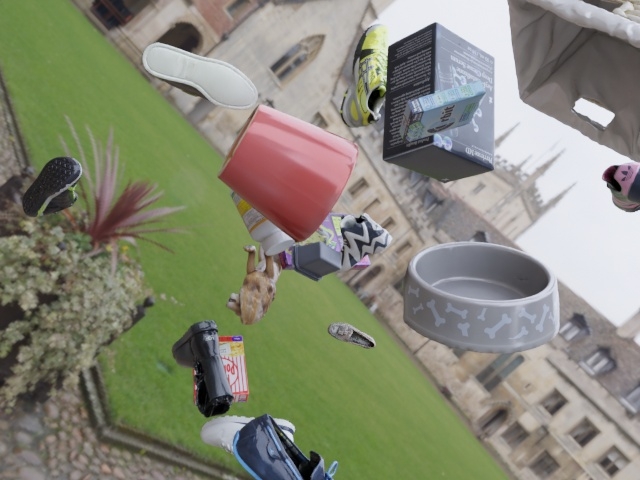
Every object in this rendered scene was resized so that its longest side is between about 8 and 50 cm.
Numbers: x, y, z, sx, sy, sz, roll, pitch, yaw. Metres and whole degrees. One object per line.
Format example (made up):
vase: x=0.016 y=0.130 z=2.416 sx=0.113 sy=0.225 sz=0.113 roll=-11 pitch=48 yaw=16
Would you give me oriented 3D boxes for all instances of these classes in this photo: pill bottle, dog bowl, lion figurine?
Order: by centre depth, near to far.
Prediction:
dog bowl: x=0.340 y=0.105 z=1.305 sx=0.349 sy=0.349 sz=0.102 roll=-130 pitch=-145 yaw=-62
pill bottle: x=-0.155 y=-0.069 z=1.661 sx=0.208 sy=0.118 sz=0.117 roll=62 pitch=5 yaw=16
lion figurine: x=-0.185 y=0.106 z=2.038 sx=0.392 sy=0.142 sz=0.240 roll=-50 pitch=143 yaw=-64

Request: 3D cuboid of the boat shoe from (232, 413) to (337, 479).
boat shoe: x=-0.026 y=0.383 z=0.977 sx=0.258 sy=0.089 sz=0.109 roll=45 pitch=3 yaw=-19

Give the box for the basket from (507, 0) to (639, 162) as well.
basket: x=0.585 y=-0.392 z=1.188 sx=0.328 sy=0.266 sz=0.331 roll=43 pitch=-8 yaw=36

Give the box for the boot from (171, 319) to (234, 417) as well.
boot: x=-0.290 y=0.332 z=1.484 sx=0.246 sy=0.094 sz=0.207 roll=-49 pitch=-130 yaw=52

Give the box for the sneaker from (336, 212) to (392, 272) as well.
sneaker: x=0.088 y=-0.005 z=1.877 sx=0.153 sy=0.235 sz=0.094 roll=51 pitch=42 yaw=-12

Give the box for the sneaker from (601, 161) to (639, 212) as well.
sneaker: x=0.720 y=-0.138 z=1.424 sx=0.131 sy=0.112 sz=0.319 roll=26 pitch=4 yaw=10

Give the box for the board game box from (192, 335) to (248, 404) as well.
board game box: x=-0.283 y=0.358 z=1.693 sx=0.045 sy=0.147 sz=0.193 roll=106 pitch=-23 yaw=-44

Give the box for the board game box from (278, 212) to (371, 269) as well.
board game box: x=0.000 y=0.000 z=2.061 sx=0.347 sy=0.056 sz=0.208 roll=3 pitch=56 yaw=-36

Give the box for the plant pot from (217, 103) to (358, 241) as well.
plant pot: x=-0.085 y=-0.169 z=1.397 sx=0.243 sy=0.274 sz=0.275 roll=31 pitch=6 yaw=-14

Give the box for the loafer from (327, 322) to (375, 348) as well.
loafer: x=0.080 y=0.236 z=1.504 sx=0.125 sy=0.045 sz=0.039 roll=22 pitch=-4 yaw=-10

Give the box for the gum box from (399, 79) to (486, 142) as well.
gum box: x=0.294 y=-0.313 z=1.486 sx=0.157 sy=0.185 sz=0.041 roll=89 pitch=-18 yaw=-74

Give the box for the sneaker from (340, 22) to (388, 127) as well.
sneaker: x=0.197 y=-0.589 z=2.191 sx=0.147 sy=0.384 sz=0.145 roll=14 pitch=2 yaw=43

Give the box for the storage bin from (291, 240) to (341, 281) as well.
storage bin: x=-0.006 y=0.048 z=1.731 sx=0.135 sy=0.091 sz=0.098 roll=32 pitch=48 yaw=-49

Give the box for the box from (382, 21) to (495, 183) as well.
box: x=0.374 y=-0.417 z=1.903 sx=0.294 sy=0.395 sz=0.212 roll=13 pitch=-15 yaw=-38

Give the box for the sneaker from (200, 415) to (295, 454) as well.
sneaker: x=-0.177 y=0.470 z=1.420 sx=0.090 sy=0.235 sz=0.094 roll=64 pitch=26 yaw=-48

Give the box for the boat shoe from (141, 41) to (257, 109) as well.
boat shoe: x=-0.310 y=-0.423 z=1.570 sx=0.305 sy=0.109 sz=0.091 roll=18 pitch=8 yaw=-24

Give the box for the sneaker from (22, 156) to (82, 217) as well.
sneaker: x=-0.628 y=-0.128 z=1.468 sx=0.097 sy=0.235 sz=0.084 roll=4 pitch=63 yaw=-53
